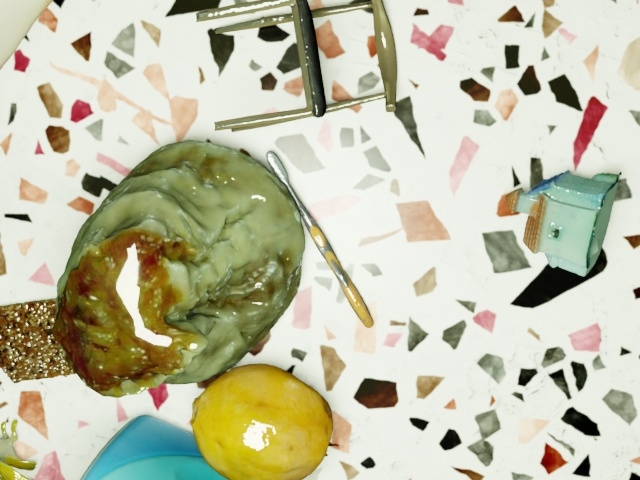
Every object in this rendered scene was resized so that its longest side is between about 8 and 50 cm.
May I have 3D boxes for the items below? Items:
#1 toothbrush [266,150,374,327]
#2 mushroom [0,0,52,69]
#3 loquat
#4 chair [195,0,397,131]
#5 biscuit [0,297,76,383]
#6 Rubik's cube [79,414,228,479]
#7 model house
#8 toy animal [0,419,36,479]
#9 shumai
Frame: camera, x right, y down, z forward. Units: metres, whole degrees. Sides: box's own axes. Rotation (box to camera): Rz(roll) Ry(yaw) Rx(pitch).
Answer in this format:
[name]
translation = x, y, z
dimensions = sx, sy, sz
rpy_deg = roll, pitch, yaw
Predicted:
[toothbrush]
translation = 0.000, 0.001, 1.259
dimensions = 0.023, 0.031, 0.321
rpy_deg = -29, 95, 7
[mushroom]
translation = -0.608, -0.419, 1.162
dimensions = 0.397, 0.224, 0.314
rpy_deg = 44, 111, 4
[loquat]
translation = -0.082, 0.279, 1.223
dimensions = 0.234, 0.187, 0.176
rpy_deg = 17, 128, -8
[chair]
translation = -0.023, -0.259, 1.157
dimensions = 0.272, 0.166, 0.188
rpy_deg = -9, 97, 4
[biscuit]
translation = -0.470, 0.164, 1.302
dimensions = 0.236, 0.026, 0.131
rpy_deg = -9, 95, 3
[Rubik's cube]
translation = -0.234, 0.506, 1.174
dimensions = 0.351, 0.347, 0.352
rpy_deg = 26, 97, -1
[model house]
translation = 0.354, -0.040, 1.212
dimensions = 0.148, 0.119, 0.148
rpy_deg = 19, 123, 23
[toy animal]
translation = -0.534, 0.326, 1.295
dimensions = 0.219, 0.095, 0.155
rpy_deg = -18, 98, 35
[shumai]
translation = -0.215, 0.061, 1.128
dimensions = 0.324, 0.323, 0.397
rpy_deg = 39, 102, -2
